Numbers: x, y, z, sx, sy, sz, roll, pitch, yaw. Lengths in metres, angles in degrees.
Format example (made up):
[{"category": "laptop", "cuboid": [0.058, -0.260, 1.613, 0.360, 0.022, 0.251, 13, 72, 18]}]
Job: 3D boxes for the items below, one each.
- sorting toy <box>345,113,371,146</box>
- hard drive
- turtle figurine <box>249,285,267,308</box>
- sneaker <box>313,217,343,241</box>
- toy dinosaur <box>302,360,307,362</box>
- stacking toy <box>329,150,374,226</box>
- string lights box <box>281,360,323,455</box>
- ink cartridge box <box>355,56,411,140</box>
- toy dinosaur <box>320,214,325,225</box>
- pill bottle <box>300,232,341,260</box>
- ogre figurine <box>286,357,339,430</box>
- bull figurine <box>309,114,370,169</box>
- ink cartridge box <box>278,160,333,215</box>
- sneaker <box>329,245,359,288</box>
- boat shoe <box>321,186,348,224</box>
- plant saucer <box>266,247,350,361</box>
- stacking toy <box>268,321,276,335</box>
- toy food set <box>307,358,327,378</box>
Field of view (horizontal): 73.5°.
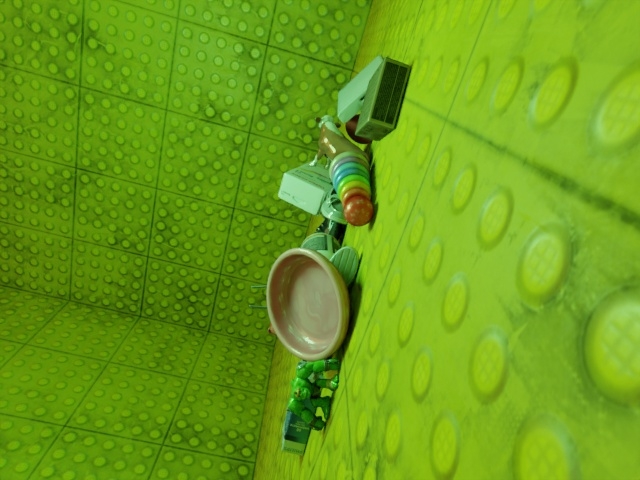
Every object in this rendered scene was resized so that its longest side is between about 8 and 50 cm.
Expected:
[{"category": "sorting toy", "cuboid": [0.143, -0.384, 1.715, 0.126, 0.127, 0.365, -52, -6, -33]}, {"category": "hard drive", "cuboid": [0.163, -0.584, 1.631, 0.233, 0.047, 0.353, -37, 22, 22]}, {"category": "turtle figurine", "cuboid": [-0.125, 0.227, 1.693, 0.274, 0.266, 0.198, -49, 17, -18]}, {"category": "sneaker", "cuboid": [0.000, 0.000, 1.732, 0.125, 0.140, 0.340, 6, -79, -76]}, {"category": "toy dinosaur", "cuboid": [-0.051, 0.297, 1.510, 0.121, 0.160, 0.313, -85, 11, -60]}, {"category": "stacking toy", "cuboid": [0.104, -0.157, 1.340, 0.330, 0.141, 0.141, -94, 18, -57]}, {"category": "string lights box", "cuboid": [-0.063, 0.552, 1.423, 0.133, 0.077, 0.259, -118, 42, -82]}, {"category": "ink cartridge box", "cuboid": [0.189, -0.432, 1.344, 0.235, 0.088, 0.193, -135, 61, -84]}, {"category": "toy dinosaur", "cuboid": [0.032, -0.161, 2.071, 0.200, 0.127, 0.295, 100, 168, -54]}, {"category": "pill bottle", "cuboid": [0.002, 0.088, 1.505, 0.278, 0.162, 0.162, -90, 16, -69]}, {"category": "ogre figurine", "cuboid": [-0.024, 0.415, 1.178, 0.097, 0.118, 0.197, -93, 17, -70]}, {"category": "bull figurine", "cuboid": [0.059, -0.326, 1.589, 0.310, 0.101, 0.188, 48, 131, 32]}, {"category": "ink cartridge box", "cuboid": [-0.023, -0.233, 1.854, 0.278, 0.201, 0.117, -39, -28, -57]}, {"category": "sneaker", "cuboid": [0.049, 0.128, 1.323, 0.091, 0.094, 0.258, -48, -17, -71]}, {"category": "boat shoe", "cuboid": [0.080, -0.162, 1.620, 0.320, 0.118, 0.103, -69, -2, -60]}, {"category": "plant saucer", "cuboid": [-0.030, 0.183, 1.267, 0.332, 0.084, 0.332, 6, 99, 44]}, {"category": "stacking toy", "cuboid": [-0.117, 0.299, 1.940, 0.279, 0.130, 0.309, -30, 41, 65]}, {"category": "toy food set", "cuboid": [0.018, 0.347, 1.387, 0.192, 0.039, 0.132, -66, 13, 6]}]
